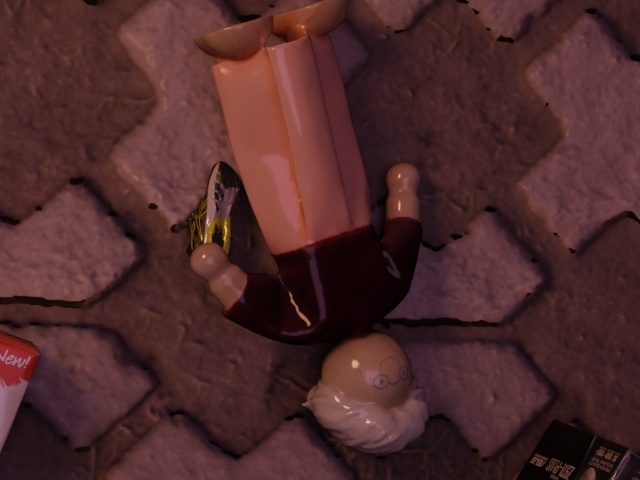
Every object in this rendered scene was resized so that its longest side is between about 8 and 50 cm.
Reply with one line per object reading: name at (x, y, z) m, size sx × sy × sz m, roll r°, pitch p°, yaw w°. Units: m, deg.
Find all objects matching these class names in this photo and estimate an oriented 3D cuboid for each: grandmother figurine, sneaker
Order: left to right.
sneaker at (-0.085, -0.021, 1.213) m, size 0.031 × 0.035 × 0.083 m, roll 30°, pitch 61°, yaw -46°
grandmother figurine at (0.000, 0.000, 1.200) m, size 0.207 × 0.104 × 0.342 m, roll -19°, pitch 97°, yaw -19°

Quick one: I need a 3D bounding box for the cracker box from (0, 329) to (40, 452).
cracker box at (-0.317, 0.156, 1.142) m, size 0.155 × 0.067 × 0.232 m, roll 22°, pitch 86°, yaw -15°

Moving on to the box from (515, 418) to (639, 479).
box at (0.259, 0.229, 1.256) m, size 0.180 × 0.147 × 0.077 m, roll 34°, pitch 84°, yaw -14°
